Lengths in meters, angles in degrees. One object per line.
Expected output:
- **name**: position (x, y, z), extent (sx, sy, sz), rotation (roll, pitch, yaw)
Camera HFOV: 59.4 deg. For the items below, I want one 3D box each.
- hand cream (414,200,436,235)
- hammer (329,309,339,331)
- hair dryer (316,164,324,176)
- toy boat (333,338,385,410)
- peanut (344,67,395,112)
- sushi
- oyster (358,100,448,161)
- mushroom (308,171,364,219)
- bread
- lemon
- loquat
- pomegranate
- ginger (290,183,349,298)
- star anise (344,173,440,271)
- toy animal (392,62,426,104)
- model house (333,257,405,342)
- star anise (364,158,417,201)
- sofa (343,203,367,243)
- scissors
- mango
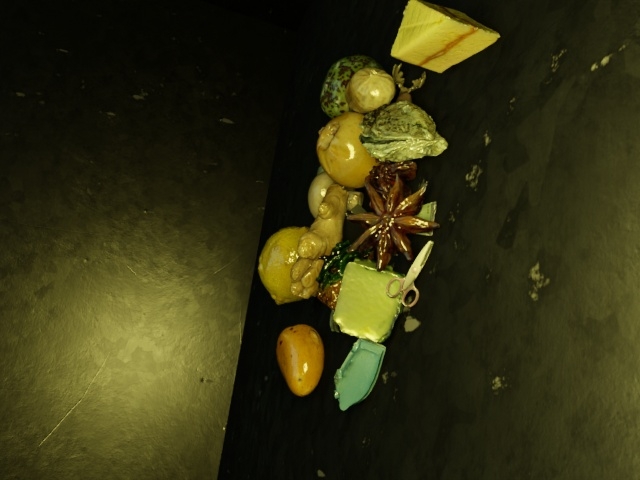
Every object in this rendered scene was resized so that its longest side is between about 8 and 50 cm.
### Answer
- **hand cream**: position (0.232, -0.053, 1.500), extent (0.235, 0.055, 0.087), rotation (177, 100, -66)
- **hammer**: position (0.084, 0.231, 1.830), extent (0.246, 0.029, 0.103), rotation (136, 144, -61)
- **hair dryer**: position (0.028, -0.150, 2.290), extent (0.229, 0.092, 0.267), rotation (-110, 21, -52)
- **toy boat**: position (0.101, 0.364, 1.545), extent (0.098, 0.109, 0.238), rotation (-62, -5, -69)
- **peanut**: position (0.139, -0.442, 1.659), extent (0.224, 0.129, 0.129), rotation (-166, 88, -72)
- **sushi**: position (0.055, 0.097, 1.655), extent (0.149, 0.287, 0.140), rotation (12, 129, 43)
- **oyster**: position (0.208, -0.282, 1.503), extent (0.112, 0.198, 0.268), rotation (60, -175, -39)
- **mushroom**: position (0.063, -0.147, 1.963), extent (0.204, 0.204, 0.204), rotation (-167, 90, -74)
- **bread**: position (0.298, -0.481, 1.388), extent (0.264, 0.167, 0.163), rotation (-105, 30, -57)
- **lemon**: position (-0.108, 0.094, 2.174), extent (0.322, 0.268, 0.268), rotation (-61, 19, 10)
- **loquat**: position (0.107, -0.280, 1.769), extent (0.244, 0.243, 0.244), rotation (-167, 90, -74)
- **pomegranate**: position (0.118, -0.487, 1.887), extent (0.271, 0.254, 0.254), rotation (-90, 20, -47)
- **ginger**: position (-0.017, -0.004, 1.783), extent (0.166, 0.236, 0.376), rotation (-6, 82, 43)
- **star anise**: position (0.189, -0.042, 1.444), extent (0.271, 0.102, 0.272), rotation (-10, 69, 28)
- **toy animal**: position (0.253, -0.404, 1.652), extent (0.214, 0.093, 0.186), rotation (-108, 29, -47)
- **model house**: position (0.145, 0.159, 1.535), extent (0.211, 0.170, 0.194), rotation (-10, -69, -77)
- **star anise**: position (0.190, -0.176, 1.608), extent (0.220, 0.125, 0.190), rotation (137, 147, -68)
- **sofa**: position (0.118, -0.051, 1.889), extent (0.060, 0.085, 0.147), rotation (-37, -11, -34)
- **scissors**: position (0.232, 0.078, 1.390), extent (0.176, 0.085, 0.022), rotation (-62, -19, 12)
- **mango**: position (-0.067, 0.416, 1.984), extent (0.191, 0.159, 0.290), rotation (-57, 28, 31)
